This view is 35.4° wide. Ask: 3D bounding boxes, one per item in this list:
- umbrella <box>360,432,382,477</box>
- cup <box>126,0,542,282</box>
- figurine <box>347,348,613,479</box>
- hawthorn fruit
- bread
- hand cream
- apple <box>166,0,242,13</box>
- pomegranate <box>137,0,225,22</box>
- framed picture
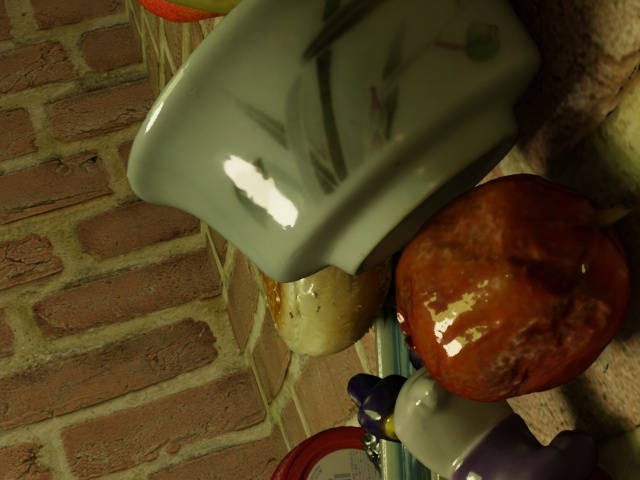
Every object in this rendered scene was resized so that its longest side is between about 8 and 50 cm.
[{"bbox_3d":[0.132,0.359,1.391,0.224,0.071,0.080,64,-179,12],"label":"umbrella"},{"bbox_3d":[0.039,-0.087,0.774,0.163,0.347,0.347,50,162,10],"label":"cup"},{"bbox_3d":[0.164,0.188,0.820,0.193,0.154,0.421,51,173,-38],"label":"figurine"},{"bbox_3d":[0.143,0.031,0.757,0.179,0.173,0.173,90,159,-45],"label":"hawthorn fruit"},{"bbox_3d":[0.000,0.000,1.283,0.305,0.158,0.306,168,90,-77],"label":"bread"},{"bbox_3d":[0.033,0.390,1.485,0.149,0.230,0.230,114,138,-69],"label":"hand cream"},{"bbox_3d":[-0.107,-0.390,0.958,0.338,0.338,0.305,66,-176,30],"label":"apple"},{"bbox_3d":[-0.181,-0.418,1.446,0.235,0.210,0.210,-4,103,48],"label":"pomegranate"},{"bbox_3d":[0.114,0.223,1.251,0.232,0.024,0.315,180,88,-76],"label":"framed picture"}]
